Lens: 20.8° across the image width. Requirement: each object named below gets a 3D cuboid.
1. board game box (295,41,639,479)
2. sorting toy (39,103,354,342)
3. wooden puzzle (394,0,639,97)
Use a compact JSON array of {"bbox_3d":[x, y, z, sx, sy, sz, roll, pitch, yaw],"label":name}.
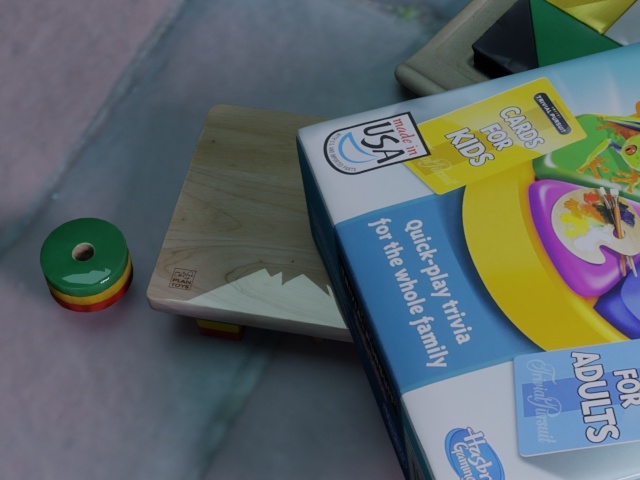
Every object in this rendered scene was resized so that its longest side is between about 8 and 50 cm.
[{"bbox_3d":[0.183,0.011,0.793,0.336,0.079,0.254,-15,44,-6],"label":"board game box"},{"bbox_3d":[0.000,0.000,0.920,0.274,0.046,0.132,8,55,11],"label":"sorting toy"},{"bbox_3d":[0.196,-0.114,0.986,0.221,0.044,0.238,36,64,26],"label":"wooden puzzle"}]
